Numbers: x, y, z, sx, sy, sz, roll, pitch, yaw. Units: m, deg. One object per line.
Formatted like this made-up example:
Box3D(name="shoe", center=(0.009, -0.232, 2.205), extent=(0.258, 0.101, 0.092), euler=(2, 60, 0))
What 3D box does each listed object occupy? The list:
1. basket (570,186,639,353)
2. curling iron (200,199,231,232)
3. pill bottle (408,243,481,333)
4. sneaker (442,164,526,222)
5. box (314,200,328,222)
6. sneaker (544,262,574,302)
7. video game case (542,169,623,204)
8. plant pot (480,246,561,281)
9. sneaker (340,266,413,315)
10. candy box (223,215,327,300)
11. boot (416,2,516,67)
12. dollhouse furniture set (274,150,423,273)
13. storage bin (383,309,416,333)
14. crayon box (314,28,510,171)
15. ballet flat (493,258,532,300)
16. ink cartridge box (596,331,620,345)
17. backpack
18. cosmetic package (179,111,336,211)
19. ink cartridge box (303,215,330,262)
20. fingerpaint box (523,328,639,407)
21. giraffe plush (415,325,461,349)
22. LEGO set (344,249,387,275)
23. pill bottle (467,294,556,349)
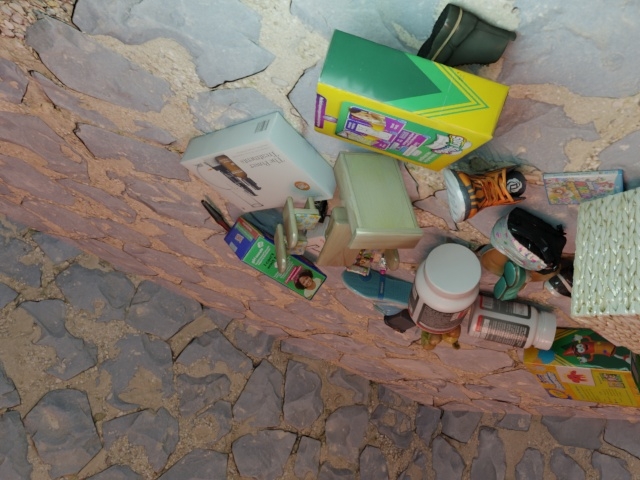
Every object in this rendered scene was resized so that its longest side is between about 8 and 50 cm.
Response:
Box3D(name="basket", center=(0.783, 0.080, 1.187), extent=(0.328, 0.331, 0.266), euler=(26, 155, -27))
Box3D(name="curling iron", center=(-0.371, -0.081, 1.968), extent=(0.068, 0.035, 0.274), euler=(0, 151, 25))
Box3D(name="pill bottle", center=(0.416, 0.166, 1.755), extent=(0.210, 0.210, 0.363), euler=(13, 155, 9))
Box3D(name="sneaker", center=(0.382, -0.124, 1.199), extent=(0.180, 0.124, 0.321), euler=(-11, -172, 15))
Box3D(name="box", center=(-0.010, -0.104, 1.653), extent=(0.052, 0.062, 0.083), euler=(12, 154, 14))
Box3D(name="sneaker", center=(0.786, 0.128, 1.595), extent=(0.217, 0.079, 0.121), euler=(11, 131, -45))
Box3D(name="video game case", center=(0.631, -0.124, 1.250), extent=(0.166, 0.015, 0.119), euler=(0, 150, 32))
Box3D(name="plant pot", center=(0.622, 0.064, 1.623), extent=(0.236, 0.032, 0.236), euler=(14, 154, 7))
Box3D(name="sneaker", center=(0.214, 0.218, 2.095), extent=(0.319, 0.127, 0.208), euler=(20, 154, -4))
Box3D(name="candy box", center=(-0.169, 0.060, 1.903), extent=(0.317, 0.122, 0.268), euler=(32, -177, -29))
Box3D(name="boot", center=(0.259, -0.339, 0.992), extent=(0.137, 0.076, 0.198), euler=(16, 157, -9))
Box3D(name="dollhouse furniture set", center=(0.096, -0.010, 1.415), extent=(0.362, 0.256, 0.394), euler=(0, 146, -17))
Box3D(name="storage bin", center=(0.361, 0.353, 2.323), extent=(0.135, 0.098, 0.091), euler=(31, 141, -27))
Box3D(name="crayon box", center=(0.151, -0.257, 1.044), extent=(0.313, 0.106, 0.363), euler=(17, 179, -1))
Box3D(name="ballet flat", center=(0.611, 0.118, 1.630), extent=(0.087, 0.083, 0.247), euler=(-9, 153, 0))
Box3D(name="ink cartridge box", center=(0.810, 0.144, 1.423), extent=(0.172, 0.237, 0.100), euler=(30, 150, -24))
Box3D(name="backpack", center=(0.556, -0.001, 1.407), extent=(0.182, 0.152, 0.115), euler=(32, 144, -3))
Box3D(name="cosmetic package", center=(-0.179, -0.209, 1.514), extent=(0.377, 0.097, 0.284), euler=(-6, 149, 40))
Box3D(name="ink cartridge box", center=(0.000, 0.000, 1.831), extent=(0.148, 0.085, 0.203), euler=(34, 152, -31))
Box3D(name="fingerpaint box", center=(1.065, 0.509, 2.089), extent=(0.371, 0.163, 0.445), euler=(-4, 147, 37))
Box3D(name="giraffe plush", center=(0.522, 0.389, 2.217), extent=(0.171, 0.181, 0.210), euler=(13, 164, -8))
Box3D(name="LEGO set", center=(0.099, 0.079, 1.904), extent=(0.287, 0.107, 0.132), euler=(5, 152, 25))
Box3D(name="pill bottle", center=(0.697, 0.304, 1.912), extent=(0.283, 0.161, 0.161), euler=(12, 154, 13))
